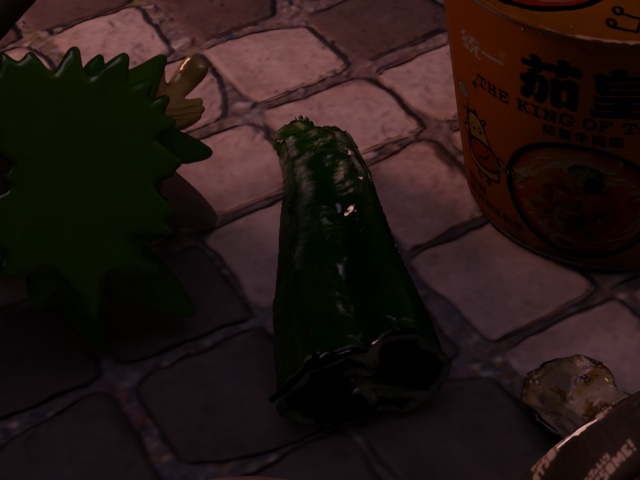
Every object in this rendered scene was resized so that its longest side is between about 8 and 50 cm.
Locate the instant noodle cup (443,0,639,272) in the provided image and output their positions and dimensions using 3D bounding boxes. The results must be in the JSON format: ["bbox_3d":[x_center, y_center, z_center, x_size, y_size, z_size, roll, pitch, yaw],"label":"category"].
[{"bbox_3d":[0.161,-0.098,0.732,0.216,0.172,0.215,-2,42,2],"label":"instant noodle cup"}]

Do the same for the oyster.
[{"bbox_3d":[0.131,0.087,0.643,0.054,0.019,0.083,-23,43,-21],"label":"oyster"}]

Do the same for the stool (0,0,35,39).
[{"bbox_3d":[-0.342,-0.098,0.660,0.310,0.226,0.310,-13,33,39],"label":"stool"}]

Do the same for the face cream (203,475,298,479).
[{"bbox_3d":[-0.020,0.188,0.444,0.177,0.153,0.177,-3,41,3],"label":"face cream"}]

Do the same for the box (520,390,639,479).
[{"bbox_3d":[0.157,0.138,0.494,0.151,0.151,0.135,-12,51,-9],"label":"box"}]

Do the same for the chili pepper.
[{"bbox_3d":[0.000,0.000,0.726,0.088,0.059,0.227,-13,40,-2],"label":"chili pepper"}]

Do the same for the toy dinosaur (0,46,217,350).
[{"bbox_3d":[-0.146,-0.017,0.737,0.194,0.152,0.177,-8,2,-17],"label":"toy dinosaur"}]
